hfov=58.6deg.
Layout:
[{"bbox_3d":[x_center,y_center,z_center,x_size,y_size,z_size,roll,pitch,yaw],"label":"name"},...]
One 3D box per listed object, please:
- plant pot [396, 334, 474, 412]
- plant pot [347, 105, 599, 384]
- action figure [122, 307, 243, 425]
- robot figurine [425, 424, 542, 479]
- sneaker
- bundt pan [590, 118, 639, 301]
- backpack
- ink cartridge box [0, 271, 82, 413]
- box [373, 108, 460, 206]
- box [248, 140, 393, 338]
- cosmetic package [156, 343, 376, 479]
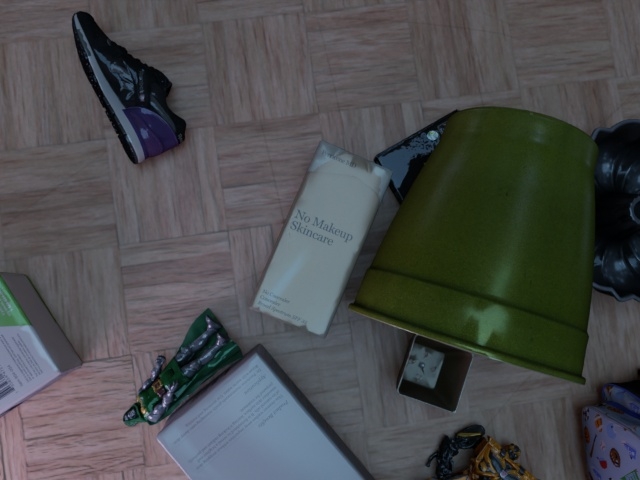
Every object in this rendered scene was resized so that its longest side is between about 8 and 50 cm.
[{"bbox_3d":[0.193,0.229,1.017,0.109,0.096,0.109,20,85,-3],"label":"plant pot"},{"bbox_3d":[0.268,-0.005,0.902,0.367,0.366,0.353,17,86,-3],"label":"plant pot"},{"bbox_3d":[-0.253,0.236,0.986,0.232,0.063,0.137,-47,46,-1],"label":"action figure"},{"bbox_3d":[0.258,0.470,0.991,0.211,0.085,0.291,41,77,14],"label":"robot figurine"},{"bbox_3d":[-0.341,-0.285,1.030,0.124,0.107,0.283,-27,92,-20],"label":"sneaker"},{"bbox_3d":[0.558,-0.048,1.052,0.331,0.124,0.330,0,86,-5],"label":"bundt pan"},{"bbox_3d":[0.585,0.385,0.962,0.213,0.276,0.263,-14,93,0],"label":"backpack"},{"bbox_3d":[-0.584,0.208,0.952,0.273,0.115,0.198,-33,88,-6],"label":"ink cartridge box"},{"bbox_3d":[0.226,-0.120,1.073,0.184,0.045,0.190,-29,88,-7],"label":"box"},{"bbox_3d":[0.000,0.000,1.008,0.148,0.121,0.311,22,85,-2],"label":"box"},{"bbox_3d":[-0.062,0.390,0.960,0.217,0.156,0.385,-38,90,-6],"label":"cosmetic package"}]
